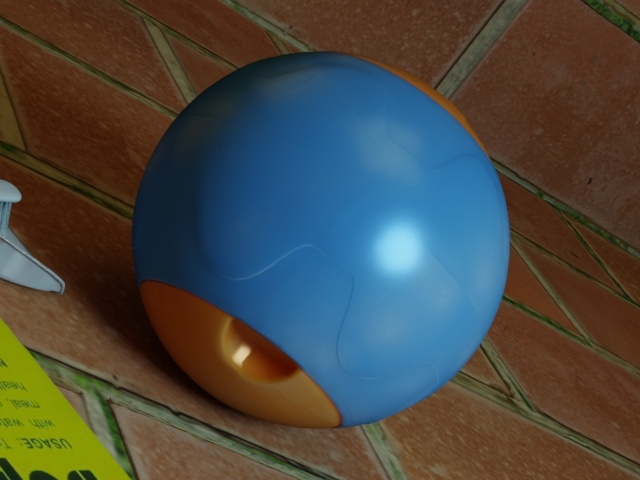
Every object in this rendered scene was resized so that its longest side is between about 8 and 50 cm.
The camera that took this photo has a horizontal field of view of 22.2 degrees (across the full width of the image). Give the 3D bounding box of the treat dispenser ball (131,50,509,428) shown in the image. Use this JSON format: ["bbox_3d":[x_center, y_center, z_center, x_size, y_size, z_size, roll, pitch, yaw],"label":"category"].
[{"bbox_3d":[0.000,0.000,1.241,0.288,0.288,0.288,35,15,-11],"label":"treat dispenser ball"}]

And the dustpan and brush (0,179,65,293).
[{"bbox_3d":[-0.270,-0.037,1.156,0.147,0.060,0.211,46,17,27],"label":"dustpan and brush"}]

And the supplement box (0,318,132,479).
[{"bbox_3d":[-0.187,0.141,0.579,0.356,0.194,0.195,46,16,26],"label":"supplement box"}]
